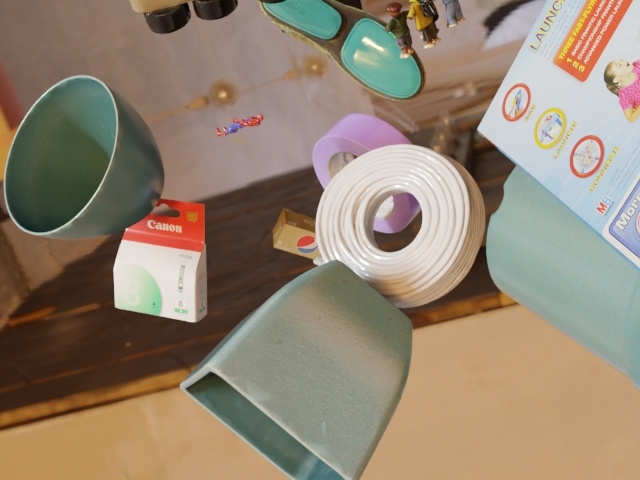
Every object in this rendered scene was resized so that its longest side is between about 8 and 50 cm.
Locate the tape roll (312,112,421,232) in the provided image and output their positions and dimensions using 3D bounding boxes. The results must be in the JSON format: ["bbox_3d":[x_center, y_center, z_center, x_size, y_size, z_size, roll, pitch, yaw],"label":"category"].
[{"bbox_3d":[0.115,-0.149,2.141,0.090,0.274,0.275,-47,-52,-28],"label":"tape roll"}]

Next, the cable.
[{"bbox_3d":[0.119,-0.027,1.455,0.257,0.257,0.089,33,-178,29],"label":"cable"}]

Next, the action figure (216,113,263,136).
[{"bbox_3d":[-0.159,-0.234,1.910,0.038,0.115,0.030,-8,-91,-54],"label":"action figure"}]

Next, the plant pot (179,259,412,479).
[{"bbox_3d":[-0.013,0.173,1.351,0.247,0.252,0.248,39,157,-4],"label":"plant pot"}]

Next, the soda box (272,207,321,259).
[{"bbox_3d":[0.000,0.000,1.873,0.181,0.061,0.058,18,-148,-18],"label":"soda box"}]

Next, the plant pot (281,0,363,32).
[{"bbox_3d":[-0.025,-0.517,1.873,0.187,0.167,0.188,70,-176,-52],"label":"plant pot"}]

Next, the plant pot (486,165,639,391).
[{"bbox_3d":[0.417,0.025,1.222,0.334,0.341,0.341,30,158,45],"label":"plant pot"}]

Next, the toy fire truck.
[{"bbox_3d":[-0.145,-0.386,1.230,0.158,0.217,0.246,73,-178,-48],"label":"toy fire truck"}]

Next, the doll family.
[{"bbox_3d":[0.181,-0.396,1.613,0.193,0.076,0.111,-48,-54,-42],"label":"doll family"}]

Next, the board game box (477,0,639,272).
[{"bbox_3d":[0.322,-0.161,0.894,0.086,0.308,0.302,13,-155,-32],"label":"board game box"}]

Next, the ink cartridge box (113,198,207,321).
[{"bbox_3d":[-0.307,0.034,1.818,0.056,0.181,0.225,-40,-46,-61],"label":"ink cartridge box"}]

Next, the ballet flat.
[{"bbox_3d":[0.045,-0.378,1.754,0.348,0.123,0.123,32,-155,-4],"label":"ballet flat"}]

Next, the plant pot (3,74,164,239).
[{"bbox_3d":[-0.395,-0.122,1.708,0.195,0.290,0.290,26,-131,-50],"label":"plant pot"}]
